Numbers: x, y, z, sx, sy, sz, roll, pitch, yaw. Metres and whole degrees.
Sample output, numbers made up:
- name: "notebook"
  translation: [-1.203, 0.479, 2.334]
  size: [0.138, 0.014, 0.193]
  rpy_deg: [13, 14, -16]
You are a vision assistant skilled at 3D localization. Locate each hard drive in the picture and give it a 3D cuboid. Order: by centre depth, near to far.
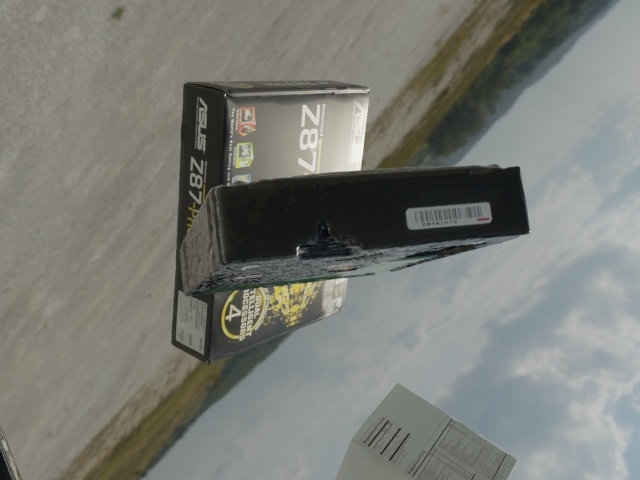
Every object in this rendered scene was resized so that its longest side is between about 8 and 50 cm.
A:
- name: "hard drive"
  translation: [0.000, 0.000, 0.656]
  size: [0.237, 0.064, 0.339]
  rpy_deg: [-5, 173, -15]

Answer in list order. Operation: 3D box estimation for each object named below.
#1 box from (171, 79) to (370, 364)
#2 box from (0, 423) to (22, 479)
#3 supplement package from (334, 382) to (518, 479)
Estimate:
- name: "box"
  translation: [-0.073, -0.042, 1.092]
  size: [0.318, 0.097, 0.394]
  rpy_deg: [-15, 118, -50]
- name: "box"
  translation: [-0.299, 0.208, 0.413]
  size: [0.257, 0.321, 0.079]
  rpy_deg: [-21, -169, -23]
- name: "supplement package"
  translation: [0.140, 0.362, 1.043]
  size: [0.149, 0.203, 0.194]
  rpy_deg: [-37, 151, -49]
